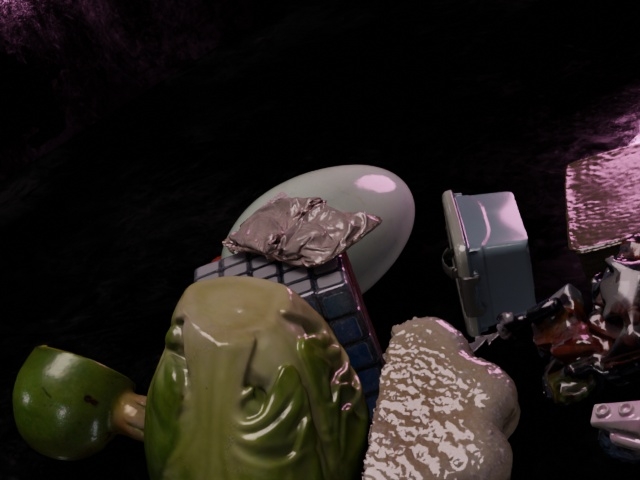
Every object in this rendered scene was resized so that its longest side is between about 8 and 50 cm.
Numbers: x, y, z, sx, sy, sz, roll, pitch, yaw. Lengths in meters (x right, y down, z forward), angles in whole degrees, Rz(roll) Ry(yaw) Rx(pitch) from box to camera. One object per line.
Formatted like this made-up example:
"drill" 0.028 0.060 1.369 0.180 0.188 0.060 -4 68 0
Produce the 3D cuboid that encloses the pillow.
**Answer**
"pillow" -0.034 -0.018 1.909 0.135 0.049 0.248 -39 27 -27

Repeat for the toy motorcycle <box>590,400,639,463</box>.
"toy motorcycle" 0.414 0.182 1.497 0.239 0.204 0.108 -18 37 20

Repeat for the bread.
"bread" 0.155 0.244 1.665 0.183 0.102 0.337 4 49 13

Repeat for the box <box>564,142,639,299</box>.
"box" 0.461 -0.016 1.917 0.184 0.143 0.273 -15 27 15

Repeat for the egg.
"egg" 0.000 0.000 2.182 0.371 0.230 0.230 -32 26 -28

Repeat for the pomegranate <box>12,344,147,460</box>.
"pomegranate" -0.369 0.274 2.076 0.190 0.241 0.159 -19 51 67

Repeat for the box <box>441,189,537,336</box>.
"box" 0.249 0.027 2.006 0.130 0.162 0.227 -10 27 3

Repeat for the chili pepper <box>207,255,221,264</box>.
"chili pepper" -0.147 0.074 2.330 0.084 0.086 0.192 -3 7 -24

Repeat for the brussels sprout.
"brussels sprout" -0.086 0.222 1.663 0.281 0.354 0.289 11 30 35

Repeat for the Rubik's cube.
"Rubik's cube" -0.043 0.142 1.925 0.237 0.237 0.238 -19 23 2

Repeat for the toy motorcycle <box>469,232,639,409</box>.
"toy motorcycle" 0.355 0.114 1.743 0.401 0.134 0.207 -28 52 28
